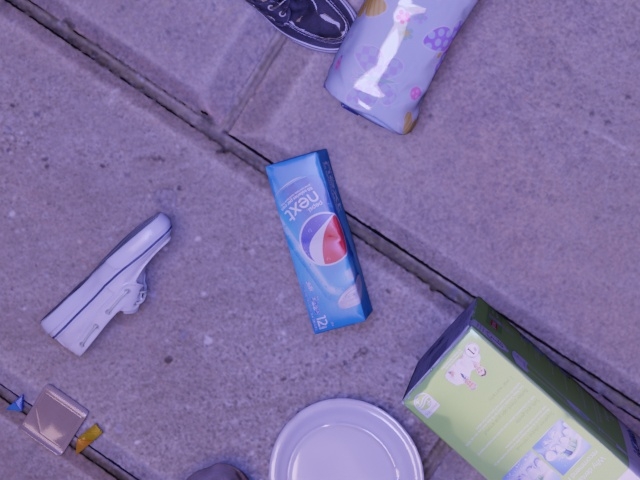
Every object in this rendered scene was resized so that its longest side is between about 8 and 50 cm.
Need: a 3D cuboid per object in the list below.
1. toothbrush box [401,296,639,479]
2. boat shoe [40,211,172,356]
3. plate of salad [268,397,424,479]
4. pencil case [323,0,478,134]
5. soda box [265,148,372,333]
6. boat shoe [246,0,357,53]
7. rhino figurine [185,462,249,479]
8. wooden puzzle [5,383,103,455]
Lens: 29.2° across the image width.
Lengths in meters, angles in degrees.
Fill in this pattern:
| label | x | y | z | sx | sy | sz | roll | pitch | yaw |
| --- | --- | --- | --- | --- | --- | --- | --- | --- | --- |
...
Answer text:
| label | x | y | z | sx | sy | sz | roll | pitch | yaw |
| --- | --- | --- | --- | --- | --- | --- | --- | --- | --- |
| toothbrush box | 0.242 | 0.212 | 1.391 | 0.283 | 0.206 | 0.122 | 40 | 101 | 2 |
| boat shoe | -0.250 | 0.057 | 1.529 | 0.226 | 0.083 | 0.076 | -40 | 101 | 23 |
| plate of salad | 0.033 | 0.294 | 1.519 | 0.200 | 0.048 | 0.200 | 0 | 90 | 17 |
| pencil case | 0.112 | -0.256 | 1.401 | 0.124 | 0.113 | 0.273 | 24 | 102 | -17 |
| soda box | 0.000 | 0.000 | 1.474 | 0.067 | 0.071 | 0.210 | -16 | 94 | 12 |
| boat shoe | -0.054 | -0.299 | 1.442 | 0.228 | 0.076 | 0.080 | 40 | 102 | 3 |
| rhino figurine | -0.182 | 0.360 | 1.551 | 0.243 | 0.073 | 0.106 | -27 | 96 | 13 |
| wooden puzzle | -0.345 | 0.234 | 1.593 | 0.116 | 0.014 | 0.078 | 41 | 97 | 2 |
